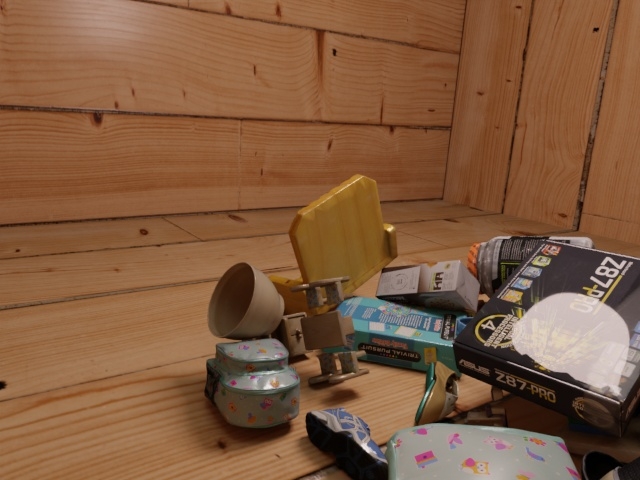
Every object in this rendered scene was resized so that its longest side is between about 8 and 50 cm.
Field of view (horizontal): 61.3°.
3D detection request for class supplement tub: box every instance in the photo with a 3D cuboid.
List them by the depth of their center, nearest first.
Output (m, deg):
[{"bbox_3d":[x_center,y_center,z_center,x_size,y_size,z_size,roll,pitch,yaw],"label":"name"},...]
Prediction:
[{"bbox_3d":[0.585,0.083,1.505,0.316,0.193,0.194,2,11,33],"label":"supplement tub"}]

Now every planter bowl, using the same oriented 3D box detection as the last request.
[{"bbox_3d":[-0.146,0.138,1.133,0.109,0.162,0.162,27,-2,-36],"label":"planter bowl"}]

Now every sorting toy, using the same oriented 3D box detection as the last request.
[{"bbox_3d":[0.603,0.317,1.002,0.256,0.089,0.257,-7,2,44],"label":"sorting toy"}]

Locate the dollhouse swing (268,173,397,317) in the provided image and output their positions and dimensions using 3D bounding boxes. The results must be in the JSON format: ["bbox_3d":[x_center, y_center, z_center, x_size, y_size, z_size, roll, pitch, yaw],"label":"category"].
[{"bbox_3d":[0.000,0.000,1.525,0.347,0.304,0.315,-35,23,-27],"label":"dollhouse swing"}]

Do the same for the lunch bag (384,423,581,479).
[{"bbox_3d":[0.217,0.361,0.733,0.262,0.160,0.223,10,15,3],"label":"lunch bag"}]

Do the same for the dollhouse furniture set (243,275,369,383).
[{"bbox_3d":[-0.043,0.208,1.193,0.161,0.212,0.242,-5,-10,-38],"label":"dollhouse furniture set"}]

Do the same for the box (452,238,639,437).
[{"bbox_3d":[0.503,0.162,1.071,0.395,0.097,0.318,-37,36,-31],"label":"box"}]

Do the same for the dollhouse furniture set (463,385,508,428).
[{"bbox_3d":[0.304,0.342,1.016,0.081,0.091,0.114,-7,12,22],"label":"dollhouse furniture set"}]

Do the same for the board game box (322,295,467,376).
[{"bbox_3d":[0.199,0.236,1.392,0.336,0.079,0.254,8,14,15],"label":"board game box"}]

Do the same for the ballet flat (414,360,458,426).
[{"bbox_3d":[0.247,0.314,1.105,0.073,0.080,0.232,23,19,12],"label":"ballet flat"}]

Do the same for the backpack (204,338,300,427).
[{"bbox_3d":[-0.125,0.271,1.036,0.166,0.144,0.188,2,15,-27],"label":"backpack"}]

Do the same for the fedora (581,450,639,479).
[{"bbox_3d":[0.479,0.346,0.618,0.334,0.152,0.334,31,17,-10],"label":"fedora"}]

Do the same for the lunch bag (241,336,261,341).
[{"bbox_3d":[-0.145,0.235,1.328,0.065,0.067,0.098,15,15,35],"label":"lunch bag"}]

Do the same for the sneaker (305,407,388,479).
[{"bbox_3d":[0.060,0.341,0.924,0.081,0.080,0.211,-9,20,-33],"label":"sneaker"}]

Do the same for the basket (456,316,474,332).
[{"bbox_3d":[0.497,0.230,1.238,0.289,0.201,0.255,4,15,-23],"label":"basket"}]

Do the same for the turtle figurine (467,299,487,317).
[{"bbox_3d":[0.541,0.195,1.638,0.217,0.087,0.269,-5,23,-5],"label":"turtle figurine"}]

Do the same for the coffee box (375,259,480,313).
[{"bbox_3d":[0.299,0.138,1.514,0.247,0.098,0.141,-8,-37,38],"label":"coffee box"}]
